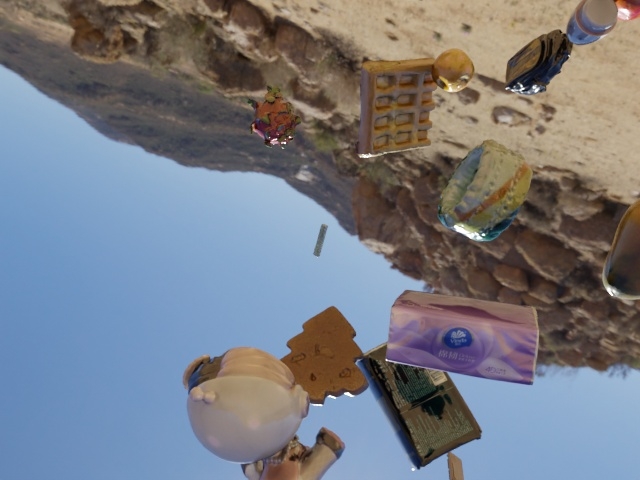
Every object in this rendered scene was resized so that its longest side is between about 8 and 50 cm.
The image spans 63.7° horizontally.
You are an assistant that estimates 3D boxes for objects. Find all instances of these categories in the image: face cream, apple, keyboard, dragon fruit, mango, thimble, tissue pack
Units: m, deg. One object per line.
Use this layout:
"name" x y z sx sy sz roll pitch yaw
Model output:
"face cream" 0.587 -0.476 1.120 0.091 0.091 0.095 22 175 1
"apple" 0.441 -0.569 1.733 0.147 0.146 0.146 21 -168 -5
"keyboard" 0.356 0.638 1.346 0.055 0.017 0.165 40 -150 -18
"dragon fruit" -0.146 -0.387 1.558 0.137 0.135 0.235 13 -122 -56
"mango" 0.726 0.013 1.120 0.176 0.254 0.139 11 -157 -7
"thimble" 0.482 -0.146 1.521 0.167 0.288 0.254 26 -170 -8
"tissue pack" 0.337 0.550 1.796 0.416 0.264 0.253 60 171 24
"tissue pack" 0.351 0.224 1.260 0.339 0.160 0.242 6 -173 17

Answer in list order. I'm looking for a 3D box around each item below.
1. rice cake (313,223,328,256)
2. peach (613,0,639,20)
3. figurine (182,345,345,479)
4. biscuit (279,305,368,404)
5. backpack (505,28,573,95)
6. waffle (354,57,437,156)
"rice cake" 0.000 0.000 1.731 0.022 0.121 0.022 -11 -145 -44
"peach" 0.717 -0.646 1.115 0.289 0.307 0.289 5 -148 -3
"figurine" -0.120 0.387 1.075 0.361 0.253 0.211 62 -175 -12
"biscuit" 0.016 0.324 1.480 0.278 0.043 0.301 10 -126 14
"backpack" 0.799 -0.646 1.861 0.133 0.206 0.258 14 158 -15
"waffle" 0.276 -0.475 1.862 0.304 0.348 0.077 -13 -146 -21
